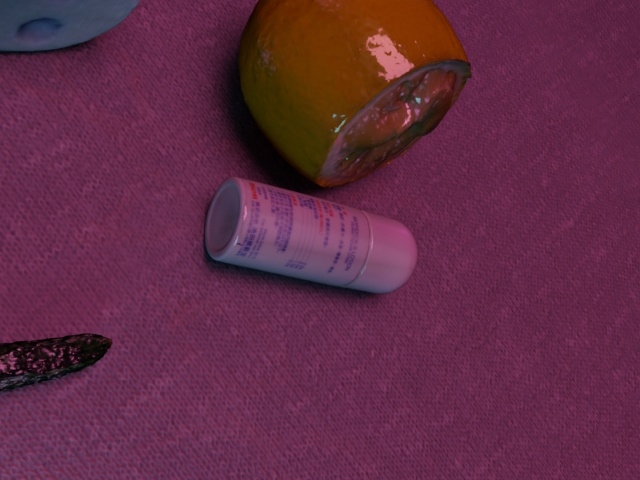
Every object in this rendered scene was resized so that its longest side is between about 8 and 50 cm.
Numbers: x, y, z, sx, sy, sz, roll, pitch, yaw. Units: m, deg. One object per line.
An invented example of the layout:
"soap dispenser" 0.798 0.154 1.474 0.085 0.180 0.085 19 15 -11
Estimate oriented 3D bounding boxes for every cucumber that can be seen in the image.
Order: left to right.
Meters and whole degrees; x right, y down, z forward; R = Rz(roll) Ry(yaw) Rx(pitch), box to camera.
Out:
"cucumber" -0.391 0.156 1.215 0.293 0.067 0.068 -3 73 -38

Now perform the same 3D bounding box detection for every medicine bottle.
"medicine bottle" 0.000 0.000 1.510 0.340 0.130 0.130 13 64 -30

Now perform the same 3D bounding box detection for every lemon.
"lemon" 0.028 -0.285 1.531 0.364 0.364 0.364 14 64 -30

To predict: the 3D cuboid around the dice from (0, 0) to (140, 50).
"dice" -0.399 -0.429 1.326 0.264 0.262 0.268 -12 77 -37
